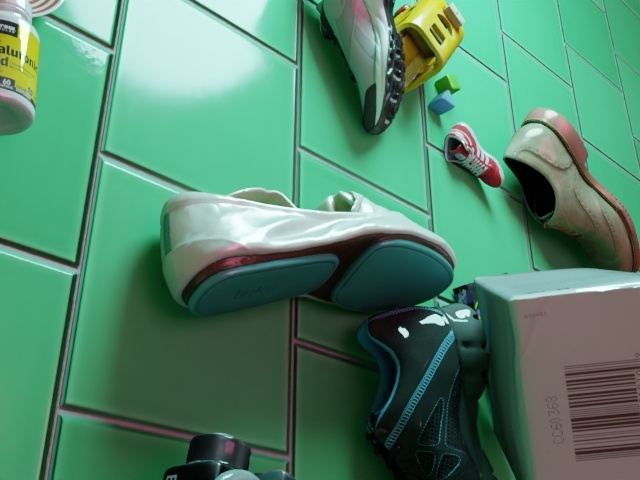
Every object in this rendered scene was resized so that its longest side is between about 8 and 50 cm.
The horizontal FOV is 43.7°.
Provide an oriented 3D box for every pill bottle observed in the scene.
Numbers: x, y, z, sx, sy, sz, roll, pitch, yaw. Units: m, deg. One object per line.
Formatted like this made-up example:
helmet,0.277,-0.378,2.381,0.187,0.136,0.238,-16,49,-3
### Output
pill bottle,-0.276,-0.155,0.684,0.065,0.065,0.116,16,58,-41

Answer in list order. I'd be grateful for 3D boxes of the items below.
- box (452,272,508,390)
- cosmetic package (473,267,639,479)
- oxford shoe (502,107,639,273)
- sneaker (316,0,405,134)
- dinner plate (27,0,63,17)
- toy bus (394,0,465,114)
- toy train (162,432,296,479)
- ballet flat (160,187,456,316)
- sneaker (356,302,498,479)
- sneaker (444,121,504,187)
box,0.252,0.131,1.114,0.116,0.029,0.162,-10,79,-48
cosmetic package,0.266,0.143,0.861,0.385,0.156,0.217,-12,95,-83
oxford shoe,0.414,-0.049,1.342,0.130,0.123,0.348,-45,107,-21
sneaker,0.053,-0.276,1.082,0.100,0.108,0.271,-8,91,-73
dinner plate,-0.305,-0.269,0.750,0.141,0.017,0.141,24,54,-38
toy bus,0.162,-0.311,1.195,0.191,0.104,0.202,9,64,-44
toy train,-0.077,0.322,0.600,0.190,0.142,0.334,44,40,-40
ballet flat,0.000,0.000,0.859,0.400,0.139,0.139,2,69,-45
sneaker,0.113,0.238,0.874,0.140,0.125,0.341,2,68,-17
sneaker,0.231,-0.121,1.215,0.118,0.042,0.067,52,37,-1
